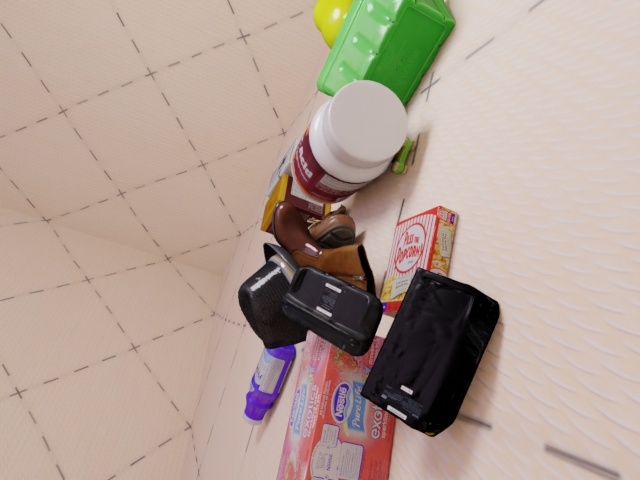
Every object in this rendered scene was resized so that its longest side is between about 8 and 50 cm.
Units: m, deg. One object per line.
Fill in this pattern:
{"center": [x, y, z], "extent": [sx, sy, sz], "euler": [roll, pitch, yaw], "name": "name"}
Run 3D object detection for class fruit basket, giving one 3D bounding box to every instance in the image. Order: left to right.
{"center": [0.139, -0.566, 1.204], "extent": [0.392, 0.282, 0.393], "euler": [-28, 57, 55], "name": "fruit basket"}

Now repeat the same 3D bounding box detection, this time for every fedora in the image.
{"center": [-0.118, 0.176, 1.124], "extent": [0.334, 0.152, 0.334], "euler": [49, 156, 31], "name": "fedora"}

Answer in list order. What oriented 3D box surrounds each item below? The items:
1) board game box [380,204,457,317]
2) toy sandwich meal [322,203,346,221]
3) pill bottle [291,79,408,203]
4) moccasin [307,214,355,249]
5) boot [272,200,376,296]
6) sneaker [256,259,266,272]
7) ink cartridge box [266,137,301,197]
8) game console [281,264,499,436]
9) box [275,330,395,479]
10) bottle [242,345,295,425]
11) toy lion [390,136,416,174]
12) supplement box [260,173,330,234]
{"center": [0.180, 0.046, 0.806], "extent": [0.146, 0.045, 0.194], "euler": [-28, 45, 66], "name": "board game box"}
{"center": [0.043, -0.083, 1.341], "extent": [0.085, 0.029, 0.086], "euler": [-37, -14, -11], "name": "toy sandwich meal"}
{"center": [0.061, -0.240, 1.130], "extent": [0.392, 0.223, 0.224], "euler": [152, 136, -74], "name": "pill bottle"}
{"center": [0.003, 0.000, 1.287], "extent": [0.380, 0.138, 0.147], "euler": [126, 150, -67], "name": "moccasin"}
{"center": [0.000, 0.024, 1.029], "extent": [0.280, 0.096, 0.265], "euler": [0, 104, 58], "name": "boot"}
{"center": [-0.229, 0.119, 1.963], "extent": [0.232, 0.090, 0.115], "euler": [-47, 20, 33], "name": "sneaker"}
{"center": [-0.063, -0.235, 1.619], "extent": [0.273, 0.196, 0.114], "euler": [-41, 33, 58], "name": "ink cartridge box"}
{"center": [0.079, 0.125, 0.690], "extent": [0.361, 0.044, 0.213], "euler": [22, 82, 39], "name": "game console"}
{"center": [0.034, 0.319, 0.774], "extent": [0.142, 0.153, 0.300], "euler": [144, 142, -61], "name": "box"}
{"center": [-0.170, 0.446, 1.368], "extent": [0.283, 0.092, 0.118], "euler": [-68, 18, 8], "name": "bottle"}
{"center": [0.199, -0.213, 1.072], "extent": [0.096, 0.034, 0.100], "euler": [-157, 87, -80], "name": "toy lion"}
{"center": [-0.088, -0.104, 1.554], "extent": [0.191, 0.193, 0.129], "euler": [-51, 25, 47], "name": "supplement box"}
